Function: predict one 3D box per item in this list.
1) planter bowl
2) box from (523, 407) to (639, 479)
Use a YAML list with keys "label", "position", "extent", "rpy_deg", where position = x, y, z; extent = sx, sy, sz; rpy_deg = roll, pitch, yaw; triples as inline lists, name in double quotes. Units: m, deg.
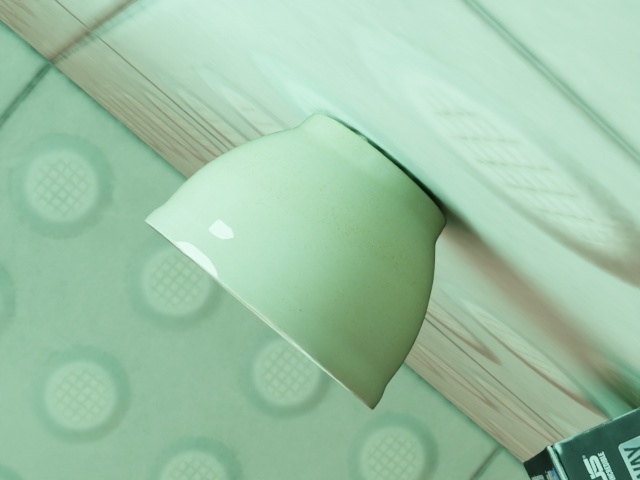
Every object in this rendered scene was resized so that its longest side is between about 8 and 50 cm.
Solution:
- label: "planter bowl"
  position: [0.000, 0.000, 0.822]
  extent: [0.162, 0.109, 0.162]
  rpy_deg: [40, 177, 3]
- label: "box"
  position: [0.215, 0.230, 0.931]
  extent: [0.307, 0.077, 0.242]
  rpy_deg: [62, -175, -79]
